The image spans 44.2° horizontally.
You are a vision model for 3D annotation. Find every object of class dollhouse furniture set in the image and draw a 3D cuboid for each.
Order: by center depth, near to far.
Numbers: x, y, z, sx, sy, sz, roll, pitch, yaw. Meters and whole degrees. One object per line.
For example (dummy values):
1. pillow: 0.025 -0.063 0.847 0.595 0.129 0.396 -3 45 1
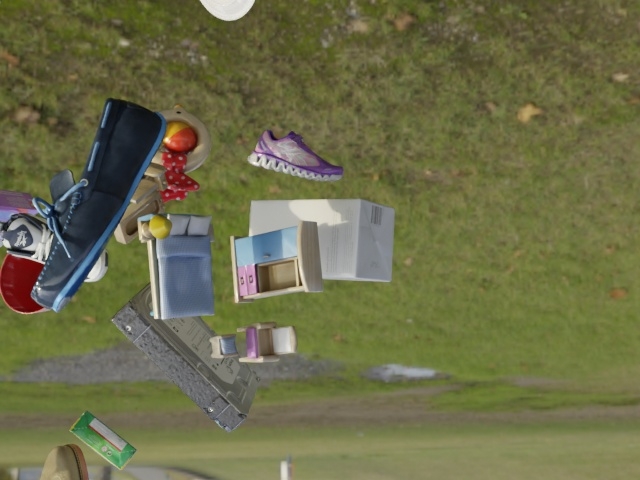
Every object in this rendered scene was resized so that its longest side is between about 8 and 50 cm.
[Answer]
1. dollhouse furniture set: -0.315 -0.065 1.430 0.123 0.144 0.151 17 134 28
2. dollhouse furniture set: -0.168 0.086 1.448 0.198 0.287 0.303 -12 170 40

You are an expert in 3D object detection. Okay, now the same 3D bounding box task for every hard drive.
1. hard drive: -0.276 0.236 1.688 0.064 0.339 0.237 -42 -175 10

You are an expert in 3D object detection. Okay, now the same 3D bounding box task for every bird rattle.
1. bird rattle: -0.337 -0.210 1.748 0.207 0.253 0.143 -36 157 -27

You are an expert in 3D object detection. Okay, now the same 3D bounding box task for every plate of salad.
1. plate of salad: -0.184 -0.537 1.552 0.199 0.200 0.048 -18 -176 45

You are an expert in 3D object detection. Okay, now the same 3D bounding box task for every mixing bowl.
1. mixing bowl: -0.592 0.080 1.712 0.181 0.182 0.098 -7 161 17

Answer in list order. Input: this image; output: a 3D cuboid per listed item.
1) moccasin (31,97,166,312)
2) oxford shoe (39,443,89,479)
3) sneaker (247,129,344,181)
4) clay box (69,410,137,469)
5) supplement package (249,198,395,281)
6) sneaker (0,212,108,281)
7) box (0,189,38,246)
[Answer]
1. moccasin: -0.346 -0.059 1.157 0.116 0.342 0.137 28 149 -13
2. oxford shoe: -0.519 0.533 1.453 0.123 0.348 0.130 -30 135 31
3. sneaker: -0.054 -0.206 1.895 0.236 0.105 0.095 15 -176 7
4. clay box: -0.438 0.407 1.595 0.127 0.053 0.222 39 160 -2
5. supplement package: 0.000 0.000 1.809 0.292 0.175 0.177 1 175 31
6. sneaker: -0.535 0.011 1.529 0.235 0.094 0.153 32 -170 29
7. box: -0.782 -0.034 1.728 0.201 0.057 0.293 -39 169 11
